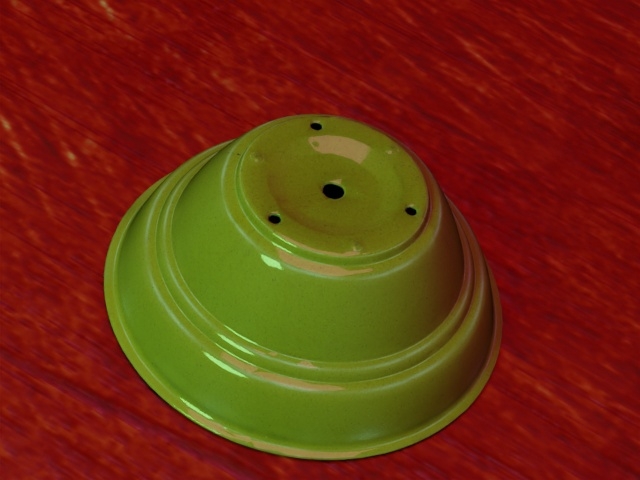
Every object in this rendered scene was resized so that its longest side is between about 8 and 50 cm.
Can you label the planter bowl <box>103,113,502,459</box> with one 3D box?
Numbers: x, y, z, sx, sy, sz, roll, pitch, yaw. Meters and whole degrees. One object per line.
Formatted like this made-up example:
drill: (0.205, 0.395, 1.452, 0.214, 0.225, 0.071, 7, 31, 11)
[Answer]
planter bowl: (0.000, 0.000, 0.901, 0.217, 0.090, 0.217, 7, 49, -8)
